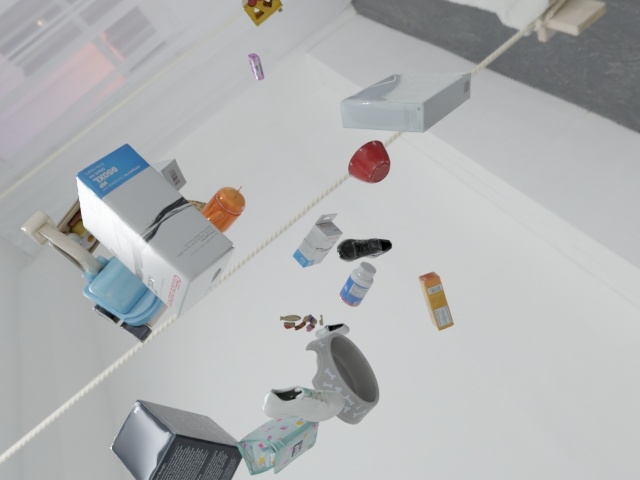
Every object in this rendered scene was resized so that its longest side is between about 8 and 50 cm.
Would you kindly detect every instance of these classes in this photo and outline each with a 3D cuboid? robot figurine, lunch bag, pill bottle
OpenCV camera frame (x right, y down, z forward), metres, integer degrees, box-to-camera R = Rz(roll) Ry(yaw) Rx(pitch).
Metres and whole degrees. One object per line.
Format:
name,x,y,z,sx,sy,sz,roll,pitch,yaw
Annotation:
robot figurine,-0.370,-0.115,1.805,0.158,0.219,0.128,6,-136,-55
lunch bag,-0.142,0.727,1.719,0.262,0.223,0.160,-39,74,45
pill bottle,0.192,0.218,2.391,0.124,0.222,0.124,21,-152,-12

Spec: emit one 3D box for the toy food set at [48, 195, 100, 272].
toy food set,-0.885,-0.045,1.843,0.092,0.306,0.220,16,152,20

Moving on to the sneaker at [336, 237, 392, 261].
sneaker,0.202,0.024,2.110,0.124,0.283,0.107,-25,76,48

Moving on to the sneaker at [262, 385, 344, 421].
sneaker,-0.034,0.398,1.186,0.080,0.212,0.094,-109,27,-48

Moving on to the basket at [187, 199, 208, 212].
basket,-0.648,-0.061,2.320,0.299,0.223,0.213,9,156,10

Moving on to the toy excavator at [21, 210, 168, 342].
toy excavator,-0.762,0.108,1.657,0.432,0.222,0.445,25,152,20

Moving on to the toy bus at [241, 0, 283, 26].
toy bus,-0.170,-0.818,1.600,0.202,0.191,0.104,5,147,45

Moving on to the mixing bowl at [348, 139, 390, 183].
mixing bowl,0.209,-0.291,1.858,0.098,0.181,0.181,49,178,31

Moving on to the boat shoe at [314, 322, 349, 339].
boat shoe,0.047,0.428,2.255,0.063,0.184,0.066,57,-142,-32

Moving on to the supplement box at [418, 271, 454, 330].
supplement box,0.484,0.254,1.984,0.078,0.080,0.234,-117,9,-76

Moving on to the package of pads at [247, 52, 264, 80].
package of pads,-0.225,-0.609,1.662,0.050,0.031,0.083,48,160,43

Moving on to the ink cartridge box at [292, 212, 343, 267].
ink cartridge box,0.000,0.000,1.529,0.060,0.180,0.104,47,-150,20

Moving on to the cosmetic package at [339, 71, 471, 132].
cosmetic package,0.283,-0.456,1.533,0.284,0.377,0.098,15,127,33

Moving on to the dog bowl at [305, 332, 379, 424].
dog bowl,0.092,0.504,1.786,0.349,0.102,0.349,46,-161,-20

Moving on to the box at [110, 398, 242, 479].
box,-0.546,0.815,1.854,0.293,0.212,0.395,17,164,43

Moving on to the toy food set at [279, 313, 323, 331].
toy food set,-0.053,0.239,1.352,0.078,0.122,0.019,85,-179,-48

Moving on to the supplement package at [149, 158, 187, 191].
supplement package,-0.603,-0.218,1.729,0.105,0.179,0.105,-66,-37,-51

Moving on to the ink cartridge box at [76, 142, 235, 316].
ink cartridge box,-0.451,-0.016,1.289,0.395,0.166,0.285,42,146,3
